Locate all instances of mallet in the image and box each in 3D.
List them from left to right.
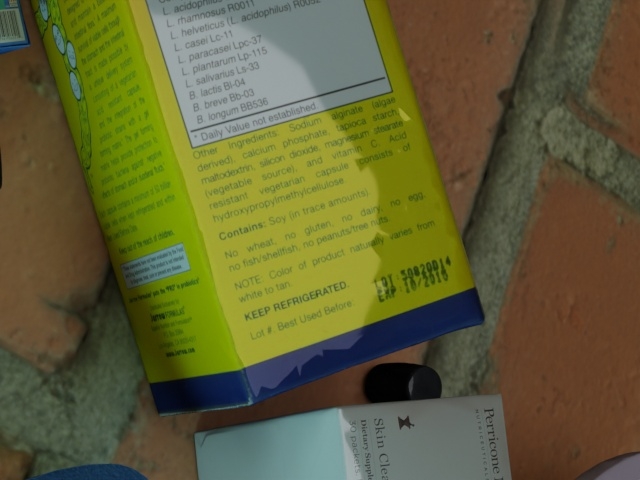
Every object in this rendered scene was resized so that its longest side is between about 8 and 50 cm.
[{"bbox_3d":[0.068,0.189,1.378,0.039,0.062,0.190,5,78,-34],"label":"mallet"}]

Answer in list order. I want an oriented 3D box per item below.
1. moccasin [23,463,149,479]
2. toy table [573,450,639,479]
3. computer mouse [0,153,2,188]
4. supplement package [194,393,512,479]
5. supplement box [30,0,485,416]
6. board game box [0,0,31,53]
[{"bbox_3d":[-0.253,0.253,1.125,0.342,0.117,0.138,-30,86,-30],"label":"moccasin"},{"bbox_3d":[0.188,0.274,1.376,0.274,0.161,0.252,-24,95,-37],"label":"toy table"},{"bbox_3d":[-0.261,0.005,1.219,0.071,0.041,0.242,4,83,-50],"label":"computer mouse"},{"bbox_3d":[0.031,0.252,1.254,0.145,0.204,0.262,-2,81,-34],"label":"supplement package"},{"bbox_3d":[-0.055,-0.074,1.257,0.194,0.195,0.356,-17,90,-26],"label":"supplement box"},{"bbox_3d":[-0.289,-0.223,1.182,0.160,0.047,0.210,-16,95,-53],"label":"board game box"}]
